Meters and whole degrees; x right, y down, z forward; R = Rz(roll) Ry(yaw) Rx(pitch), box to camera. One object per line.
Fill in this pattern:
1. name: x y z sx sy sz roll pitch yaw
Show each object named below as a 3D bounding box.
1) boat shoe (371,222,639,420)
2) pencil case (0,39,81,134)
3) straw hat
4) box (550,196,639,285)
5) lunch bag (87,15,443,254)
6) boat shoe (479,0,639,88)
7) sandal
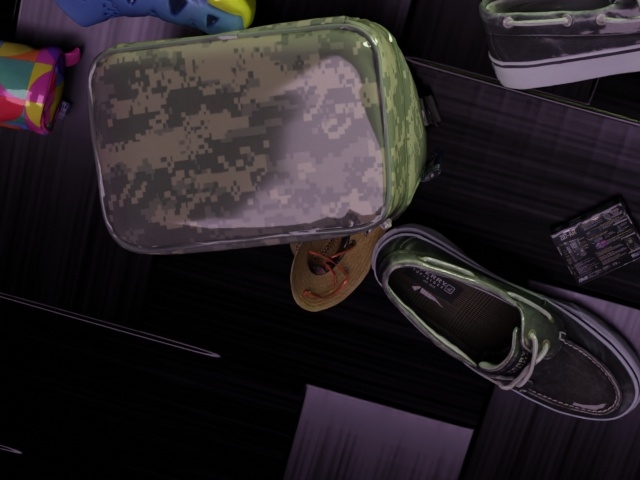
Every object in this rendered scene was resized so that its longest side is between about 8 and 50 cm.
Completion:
1. boat shoe: 0.195 0.108 1.644 0.335 0.119 0.121 29 113 -5
2. pencil case: -0.377 -0.176 1.618 0.236 0.104 0.104 11 114 1
3. straw hat: 0.000 0.000 1.653 0.061 0.144 0.144 38 120 35
4. box: 0.295 0.001 1.639 0.083 0.018 0.067 -27 107 18
5. lunch bag: -0.046 -0.104 1.517 0.305 0.256 0.212 -7 96 12
6. boat shoe: 0.306 -0.233 1.488 0.306 0.113 0.105 -8 126 21
7. sandal: -0.214 -0.273 1.547 0.317 0.126 0.138 26 118 5
